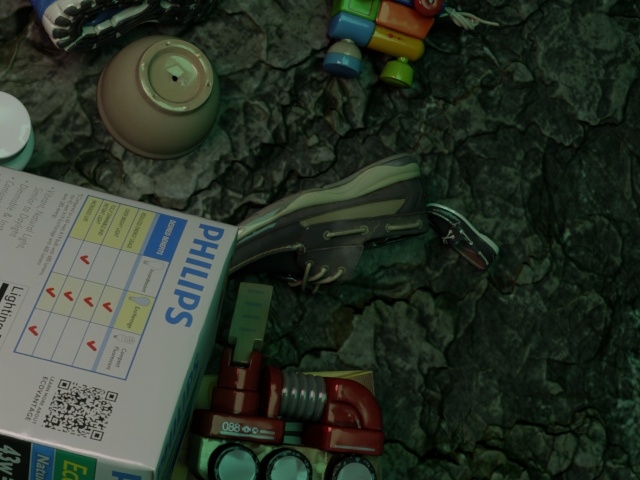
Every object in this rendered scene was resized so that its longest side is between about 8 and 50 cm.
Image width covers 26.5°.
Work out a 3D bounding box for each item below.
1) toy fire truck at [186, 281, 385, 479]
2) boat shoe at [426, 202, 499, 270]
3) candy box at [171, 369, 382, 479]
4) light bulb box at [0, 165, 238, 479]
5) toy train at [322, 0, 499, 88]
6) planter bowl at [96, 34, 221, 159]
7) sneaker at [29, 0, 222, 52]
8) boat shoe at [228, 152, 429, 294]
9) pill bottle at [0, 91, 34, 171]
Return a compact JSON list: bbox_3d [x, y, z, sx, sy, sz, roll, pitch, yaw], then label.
[{"bbox_3d":[-0.040,0.175,1.610,0.217,0.158,0.246,9,84,-17],"label":"toy fire truck"},{"bbox_3d":[0.190,-0.004,1.876,0.125,0.046,0.038,38,63,-18],"label":"boat shoe"},{"bbox_3d":[-0.087,0.259,1.685,0.317,0.087,0.182,0,77,-20],"label":"candy box"},{"bbox_3d":[-0.310,0.129,1.444,0.361,0.225,0.358,15,44,1],"label":"light bulb box"},{"bbox_3d":[0.126,-0.274,1.890,0.248,0.105,0.143,16,83,-17],"label":"toy train"},{"bbox_3d":[-0.197,-0.196,1.741,0.162,0.109,0.162,5,75,-20],"label":"planter bowl"},{"bbox_3d":[-0.235,-0.356,1.746,0.330,0.129,0.147,-22,66,-39],"label":"sneaker"},{"bbox_3d":[0.000,0.000,1.756,0.355,0.132,0.130,-24,86,-22],"label":"boat shoe"},{"bbox_3d":[-0.396,-0.112,1.607,0.108,0.180,0.107,5,75,-20],"label":"pill bottle"}]
